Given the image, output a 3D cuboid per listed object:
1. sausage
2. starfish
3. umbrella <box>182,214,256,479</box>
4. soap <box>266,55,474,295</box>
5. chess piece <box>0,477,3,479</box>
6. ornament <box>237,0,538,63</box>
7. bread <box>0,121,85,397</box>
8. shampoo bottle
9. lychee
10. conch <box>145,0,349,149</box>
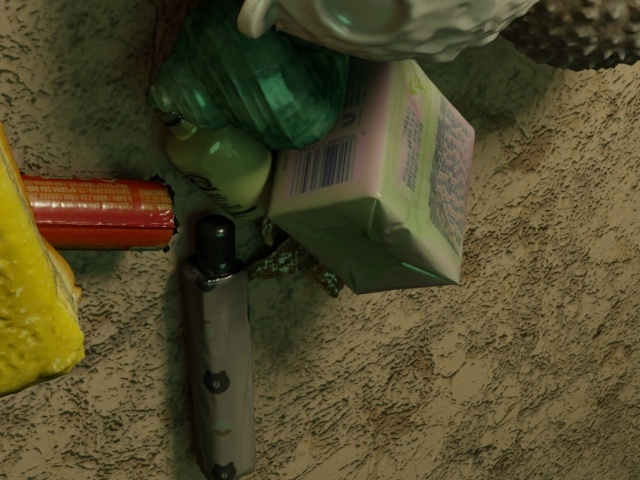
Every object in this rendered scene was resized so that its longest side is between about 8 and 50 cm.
[{"bbox_3d":[-0.260,-0.025,1.083,0.264,0.083,0.083,1,114,-37],"label":"sausage"},{"bbox_3d":[-0.005,-0.003,1.327,0.210,0.053,0.150,-28,117,-17],"label":"starfish"},{"bbox_3d":[-0.109,0.125,1.295,0.073,0.067,0.337,-29,131,-39],"label":"umbrella"},{"bbox_3d":[0.058,-0.069,1.206,0.182,0.138,0.199,40,48,-43],"label":"soap"},{"bbox_3d":[-0.382,0.282,1.165,0.170,0.094,0.094,-16,124,-34],"label":"chess piece"},{"bbox_3d":[0.062,-0.318,0.976,0.337,0.337,0.337,-19,125,-29],"label":"ornament"},{"bbox_3d":[-0.380,0.007,0.912,0.324,0.143,0.333,-18,126,-5],"label":"bread"},{"bbox_3d":[-0.103,-0.089,1.165,0.079,0.079,0.162,-50,135,-2],"label":"shampoo bottle"},{"bbox_3d":[0.302,-0.310,1.220,0.300,0.300,0.300,-19,125,-29],"label":"lychee"},{"bbox_3d":[-0.060,-0.165,1.092,0.202,0.196,0.134,-8,137,-35],"label":"conch"}]
